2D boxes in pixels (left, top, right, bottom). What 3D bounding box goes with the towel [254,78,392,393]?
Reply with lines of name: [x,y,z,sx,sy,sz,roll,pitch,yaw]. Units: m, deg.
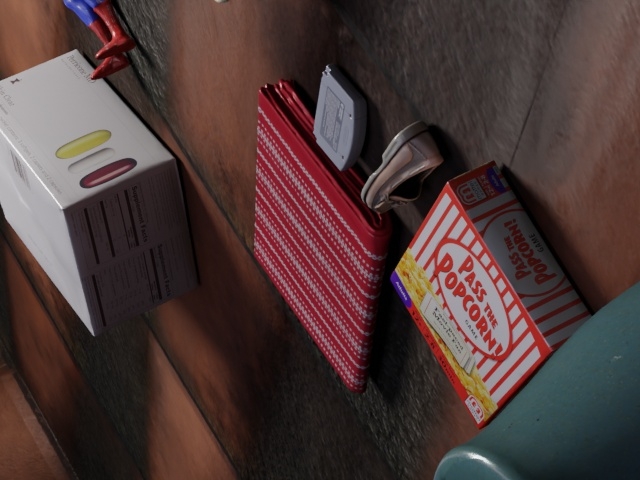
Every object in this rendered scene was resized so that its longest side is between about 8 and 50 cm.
towel: [0.000,0.000,1.635,0.199,0.031,0.275,54,158,28]

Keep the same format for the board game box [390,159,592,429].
board game box: [0.127,0.045,1.349,0.147,0.045,0.193,59,159,15]

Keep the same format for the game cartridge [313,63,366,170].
game cartridge: [0.017,-0.101,1.487,0.056,0.017,0.083,56,152,33]

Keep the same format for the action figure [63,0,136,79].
action figure: [-0.325,-0.303,1.952,0.280,0.139,0.091,64,159,11]

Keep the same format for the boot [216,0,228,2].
boot: [-0.063,-0.263,1.413,0.059,0.084,0.158,44,150,48]

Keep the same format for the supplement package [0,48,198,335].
supplement package: [-0.277,-0.060,2.085,0.262,0.145,0.204,46,153,41]

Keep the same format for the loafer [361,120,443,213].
loafer: [0.065,-0.048,1.403,0.039,0.045,0.125,52,155,14]

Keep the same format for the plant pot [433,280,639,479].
plant pot: [0.211,0.143,0.949,0.271,0.255,0.271,50,156,33]
